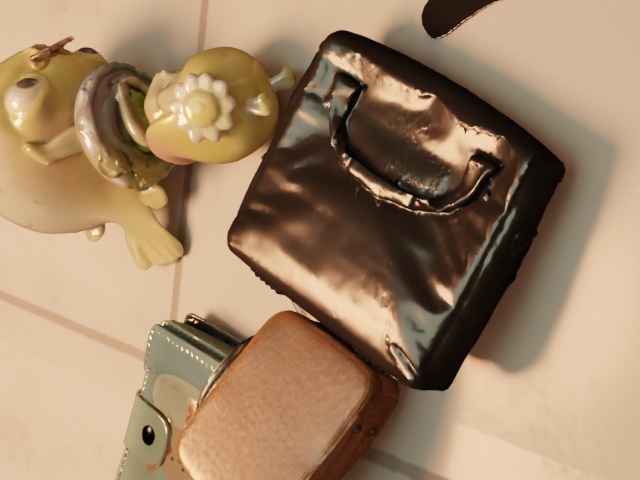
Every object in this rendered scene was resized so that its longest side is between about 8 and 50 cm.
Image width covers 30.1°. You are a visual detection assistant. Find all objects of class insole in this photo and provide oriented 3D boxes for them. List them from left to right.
[{"bbox_3d":[0.143,-0.218,1.011,0.153,0.002,0.053,-32,71,40],"label":"insole"}]

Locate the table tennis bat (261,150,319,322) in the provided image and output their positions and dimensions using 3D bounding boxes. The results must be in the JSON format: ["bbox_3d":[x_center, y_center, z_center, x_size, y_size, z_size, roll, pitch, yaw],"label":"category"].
[{"bbox_3d":[0.000,0.000,1.148,0.130,0.019,0.220,-42,66,35],"label":"table tennis bat"}]

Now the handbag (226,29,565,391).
[{"bbox_3d":[0.060,-0.029,1.034,0.275,0.088,0.244,36,108,37],"label":"handbag"}]

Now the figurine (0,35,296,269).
[{"bbox_3d":[-0.187,-0.098,1.246,0.394,0.226,0.274,-12,115,33],"label":"figurine"}]

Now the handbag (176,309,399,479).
[{"bbox_3d":[-0.035,0.164,1.094,0.151,0.072,0.193,43,98,30],"label":"handbag"}]

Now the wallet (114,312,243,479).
[{"bbox_3d":[-0.128,0.219,1.248,0.176,0.075,0.250,26,110,34],"label":"wallet"}]
